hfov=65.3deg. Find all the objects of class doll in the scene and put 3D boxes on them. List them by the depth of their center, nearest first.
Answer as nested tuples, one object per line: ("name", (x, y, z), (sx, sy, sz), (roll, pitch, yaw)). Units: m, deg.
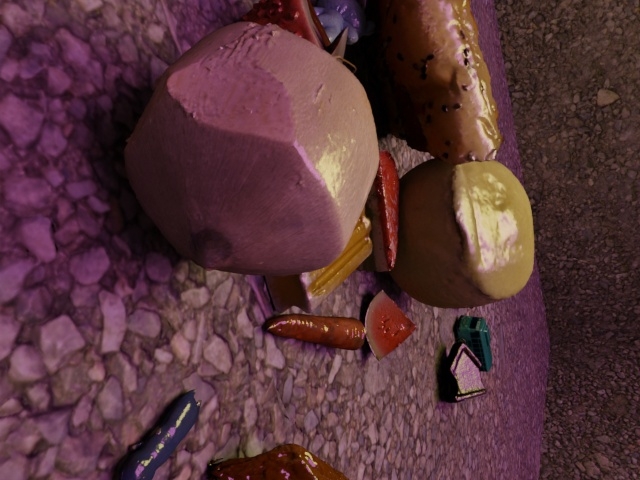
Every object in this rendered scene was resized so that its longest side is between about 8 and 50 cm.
("doll", (-0.162, 0.205, 0.518), (0.125, 0.027, 0.037), (-51, 129, -54))
("doll", (0.015, -0.363, 0.862), (0.120, 0.075, 0.179), (36, 54, -1))

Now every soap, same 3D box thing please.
("soap", (0.000, 0.000, 0.774), (0.232, 0.073, 0.140), (-38, 116, -55))

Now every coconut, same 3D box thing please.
("coconut", (-0.071, -0.080, 0.512), (0.245, 0.245, 0.247), (62, 37, -34))

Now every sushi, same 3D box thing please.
("sushi", (-0.022, 0.364, 0.632), (0.287, 0.140, 0.149), (51, 7, -43))

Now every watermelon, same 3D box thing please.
("watermelon", (0.140, 0.173, 0.966), (0.125, 0.094, 0.135), (57, 43, -48))

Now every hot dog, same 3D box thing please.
("hot dog", (0.199, -0.360, 0.976), (0.367, 0.196, 0.365), (-111, -176, -66))

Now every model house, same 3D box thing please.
("model house", (0.370, 0.352, 1.343), (0.165, 0.106, 0.152), (105, -23, -72))

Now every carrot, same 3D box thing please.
("carrot", (-0.010, 0.135, 0.770), (0.224, 0.057, 0.057), (21, 68, -51))

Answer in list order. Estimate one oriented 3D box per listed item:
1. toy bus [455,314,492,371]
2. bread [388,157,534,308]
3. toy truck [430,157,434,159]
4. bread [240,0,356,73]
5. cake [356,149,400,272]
("toy bus", (0.460, 0.306, 1.487), (0.079, 0.092, 0.160), (-44, 123, -54))
("bread", (0.276, -0.016, 1.028), (0.321, 0.237, 0.320), (-1, 91, -33))
("toy truck", (0.332, -0.054, 1.292), (0.184, 0.133, 0.338), (72, 29, -44))
("bread", (-0.016, -0.234, 0.689), (0.211, 0.143, 0.224), (66, 15, -8))
("cake", (0.109, -0.058, 0.954), (0.117, 0.086, 0.220), (-17, 99, -57))
